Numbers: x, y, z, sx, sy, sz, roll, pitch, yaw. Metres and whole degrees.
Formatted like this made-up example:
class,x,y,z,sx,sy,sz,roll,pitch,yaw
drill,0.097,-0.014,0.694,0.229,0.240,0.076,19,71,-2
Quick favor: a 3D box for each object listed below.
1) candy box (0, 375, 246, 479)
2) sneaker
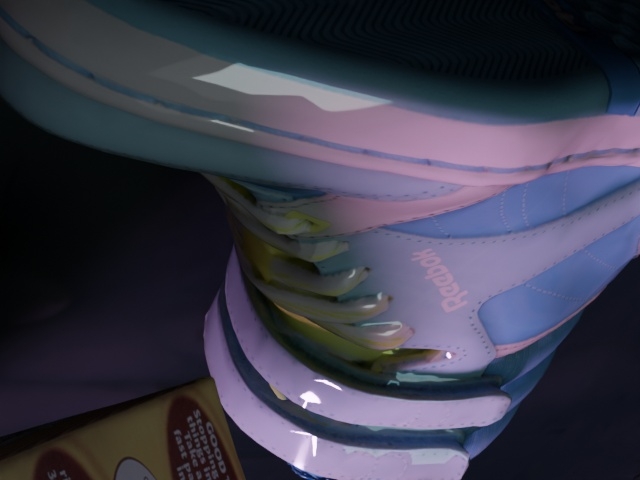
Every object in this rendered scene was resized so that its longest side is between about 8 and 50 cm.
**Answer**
class,x,y,z,sx,sy,sz,roll,pitch,yaw
candy box,-0.148,0.115,0.443,0.183,0.088,0.316,-17,178,19
sneaker,0.000,0.000,0.571,0.319,0.127,0.208,2,131,-48
